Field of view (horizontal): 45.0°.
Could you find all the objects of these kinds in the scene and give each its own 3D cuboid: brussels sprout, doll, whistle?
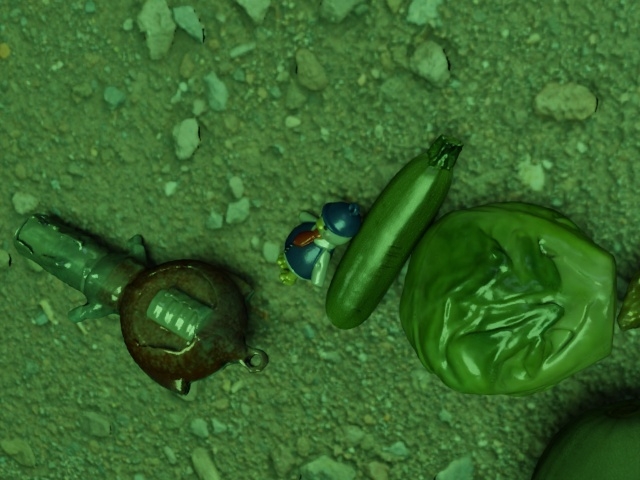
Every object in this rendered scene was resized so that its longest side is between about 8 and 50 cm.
[{"bbox_3d":[0.190,0.058,0.794,0.223,0.161,0.223,-2,80,11],"label":"brussels sprout"},{"bbox_3d":[0.000,0.000,0.856,0.143,0.058,0.098,-41,48,42],"label":"doll"},{"bbox_3d":[-0.209,0.064,0.904,0.346,0.134,0.142,27,93,14],"label":"whistle"}]

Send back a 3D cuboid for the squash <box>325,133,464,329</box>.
[{"bbox_3d":[0.077,-0.009,0.846,0.066,0.066,0.252,33,108,4],"label":"squash"}]

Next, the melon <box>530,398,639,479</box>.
[{"bbox_3d":[0.324,0.317,0.770,0.272,0.272,0.308,17,113,9],"label":"melon"}]

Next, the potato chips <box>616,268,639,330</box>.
[{"bbox_3d":[0.466,-0.016,0.707,0.407,0.057,0.080,-24,61,26],"label":"potato chips"}]
